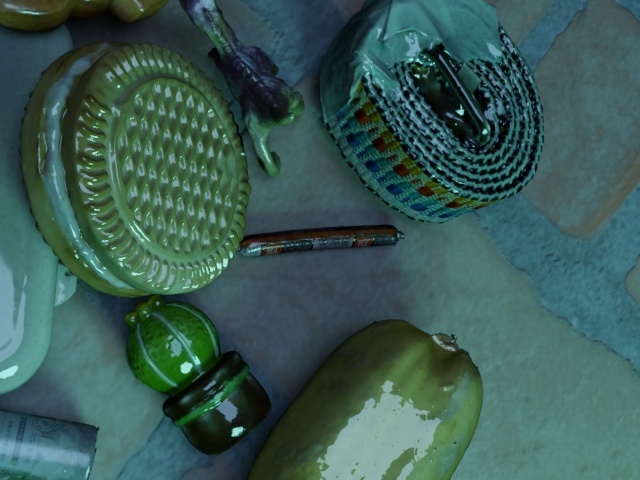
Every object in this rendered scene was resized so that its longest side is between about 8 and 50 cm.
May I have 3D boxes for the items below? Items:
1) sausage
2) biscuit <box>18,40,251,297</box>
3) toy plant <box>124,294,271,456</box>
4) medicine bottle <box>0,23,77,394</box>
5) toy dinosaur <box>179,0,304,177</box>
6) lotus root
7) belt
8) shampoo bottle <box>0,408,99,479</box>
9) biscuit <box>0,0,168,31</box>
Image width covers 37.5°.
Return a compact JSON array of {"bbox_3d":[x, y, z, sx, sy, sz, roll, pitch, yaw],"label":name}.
[{"bbox_3d":[0.000,0.000,1.016,0.198,0.025,0.028,-5,115,-19],"label":"sausage"},{"bbox_3d":[-0.164,-0.067,0.886,0.259,0.079,0.259,19,67,-56],"label":"biscuit"},{"bbox_3d":[-0.126,0.125,0.917,0.093,0.093,0.162,-40,92,-20],"label":"toy plant"},{"bbox_3d":[-0.359,-0.050,0.845,0.282,0.123,0.375,7,78,-22],"label":"medicine bottle"},{"bbox_3d":[-0.062,-0.141,0.931,0.072,0.200,0.251,-25,57,5],"label":"toy dinosaur"},{"bbox_3d":[0.026,0.227,0.925,0.169,0.151,0.342,37,75,6],"label":"lotus root"},{"bbox_3d":[0.119,-0.150,1.017,0.207,0.150,0.257,-36,95,-29],"label":"belt"},{"bbox_3d":[-0.313,0.182,0.853,0.214,0.072,0.072,13,77,-16],"label":"shampoo bottle"},{"bbox_3d":[-0.279,-0.316,0.907,0.306,0.043,0.284,35,42,-1],"label":"biscuit"}]
